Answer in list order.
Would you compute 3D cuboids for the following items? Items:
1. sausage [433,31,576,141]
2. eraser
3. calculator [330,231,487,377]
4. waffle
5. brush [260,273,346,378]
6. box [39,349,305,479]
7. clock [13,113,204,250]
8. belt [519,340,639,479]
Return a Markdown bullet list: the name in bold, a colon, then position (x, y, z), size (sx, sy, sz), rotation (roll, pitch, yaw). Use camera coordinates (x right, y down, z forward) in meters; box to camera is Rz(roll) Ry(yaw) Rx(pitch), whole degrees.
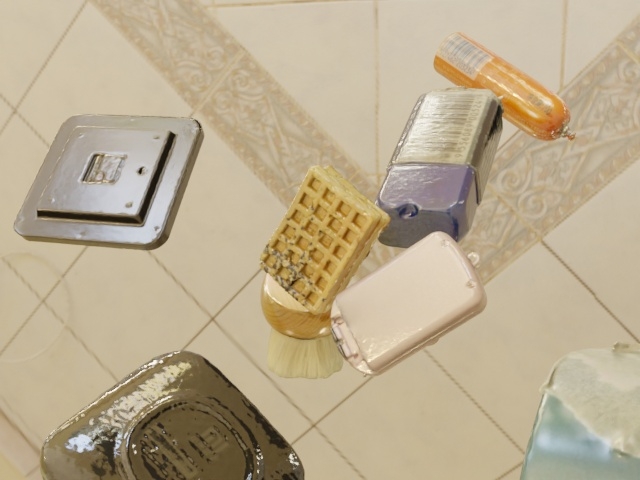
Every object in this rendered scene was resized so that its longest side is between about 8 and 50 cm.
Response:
- **sausage**: position (0.354, -0.280, 1.422), size (0.312, 0.093, 0.093), rotation (43, 118, 29)
- **eraser**: position (0.202, -0.127, 1.242), size (0.155, 0.332, 0.101), rotation (3, 135, 24)
- **calculator**: position (0.088, 0.063, 0.767), size (0.175, 0.032, 0.100), rotation (-33, 58, 11)
- **waffle**: position (0.000, 0.000, 0.838), size (0.102, 0.042, 0.148), rotation (40, 119, 15)
- **brush**: position (-0.040, 0.142, 1.536), size (0.174, 0.266, 0.166), rotation (-3, 121, -12)
- **box**: position (-0.133, 0.218, 0.723), size (0.212, 0.201, 0.042), rotation (46, 138, 7)
- **clock**: position (-0.359, -0.111, 1.289), size (0.273, 0.278, 0.049), rotation (4, 147, 13)
- **belt**: position (0.258, 0.302, 0.600), size (0.173, 0.300, 0.436), rotation (9, 104, 33)
